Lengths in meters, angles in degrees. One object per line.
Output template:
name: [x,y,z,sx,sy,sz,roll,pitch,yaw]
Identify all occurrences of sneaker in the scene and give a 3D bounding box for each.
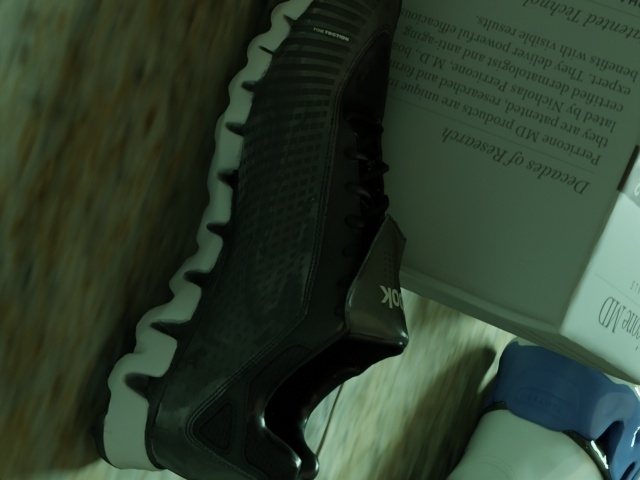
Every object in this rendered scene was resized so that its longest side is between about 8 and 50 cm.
sneaker: [0.113,0.222,1.188,0.182,0.127,0.315,-45,139,-32]
sneaker: [0.000,0.000,0.795,0.234,0.106,0.078,-67,155,-3]

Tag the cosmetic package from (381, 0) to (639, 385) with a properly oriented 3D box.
cosmetic package: [0.099,-0.053,0.892,0.151,0.151,0.183,28,85,-63]
